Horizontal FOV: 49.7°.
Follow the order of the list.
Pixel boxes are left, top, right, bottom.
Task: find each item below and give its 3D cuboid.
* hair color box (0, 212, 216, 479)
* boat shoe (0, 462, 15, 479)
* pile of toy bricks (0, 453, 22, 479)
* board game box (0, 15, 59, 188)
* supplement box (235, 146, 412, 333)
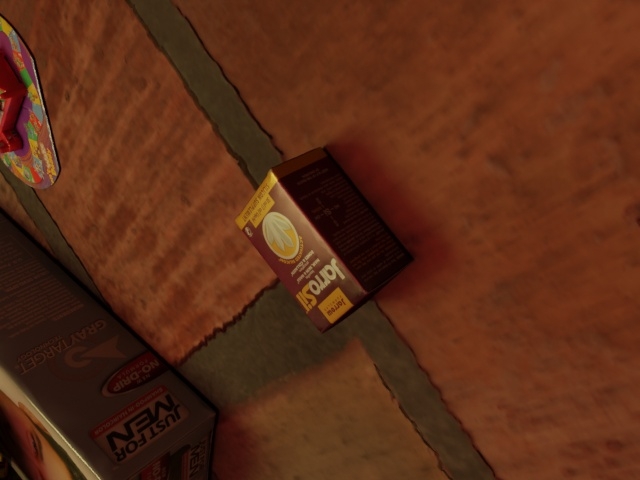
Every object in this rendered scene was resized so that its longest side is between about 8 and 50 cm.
[{"bbox_3d":[-0.274,0.143,0.695,0.374,0.114,0.185,34,134,26],"label":"hair color box"},{"bbox_3d":[-0.581,0.400,1.173,0.324,0.123,0.116,55,147,15],"label":"boat shoe"},{"bbox_3d":[-0.420,0.325,0.974,0.105,0.118,0.212,-108,25,-56],"label":"pile of toy bricks"},{"bbox_3d":[-0.293,-0.120,0.618,0.133,0.033,0.168,22,128,36],"label":"board game box"},{"bbox_3d":[0.000,0.000,0.382,0.083,0.043,0.055,51,138,9],"label":"supplement box"}]
